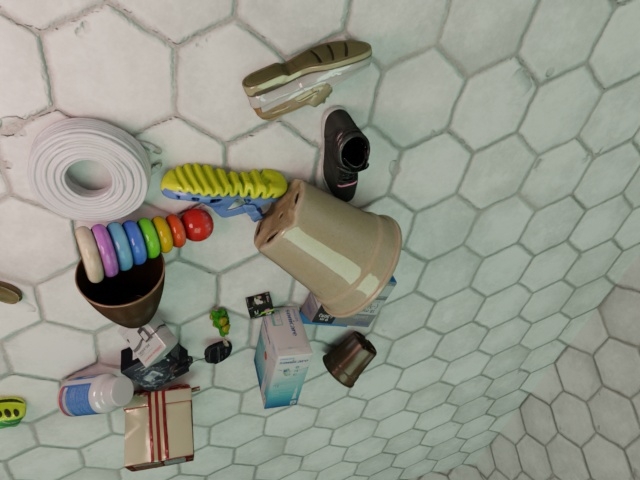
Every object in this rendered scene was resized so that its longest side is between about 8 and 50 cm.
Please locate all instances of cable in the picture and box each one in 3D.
[{"bbox_3d":[-0.527,-0.153,1.046,0.257,0.089,0.257,29,115,-37],"label":"cable"}]

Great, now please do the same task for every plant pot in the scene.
[{"bbox_3d":[0.000,0.000,1.252,0.305,0.334,0.334,33,112,-27],"label":"plant pot"},{"bbox_3d":[0.123,0.458,1.778,0.167,0.167,0.165,32,105,-38],"label":"plant pot"},{"bbox_3d":[-0.525,0.144,1.242,0.215,0.215,0.230,-7,144,-16],"label":"plant pot"}]

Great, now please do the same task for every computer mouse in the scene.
[{"bbox_3d":[-0.405,0.398,1.541,0.242,0.041,0.071,-12,110,-45],"label":"computer mouse"}]

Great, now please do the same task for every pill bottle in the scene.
[{"bbox_3d":[-0.719,0.494,1.455,0.221,0.124,0.124,-12,137,22],"label":"pill bottle"}]

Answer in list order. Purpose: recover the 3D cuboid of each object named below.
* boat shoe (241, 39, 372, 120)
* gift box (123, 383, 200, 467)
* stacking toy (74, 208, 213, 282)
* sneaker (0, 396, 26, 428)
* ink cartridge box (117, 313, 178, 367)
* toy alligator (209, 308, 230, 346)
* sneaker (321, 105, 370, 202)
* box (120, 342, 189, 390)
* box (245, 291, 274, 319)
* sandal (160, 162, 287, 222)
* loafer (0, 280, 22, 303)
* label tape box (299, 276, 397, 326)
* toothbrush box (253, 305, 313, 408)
[{"bbox_3d":[-0.023,-0.370,1.049,0.302,0.113,0.103,-16,135,6],"label":"boat shoe"},{"bbox_3d":[-0.551,0.642,1.591,0.255,0.258,0.276,-1,149,-21],"label":"gift box"},{"bbox_3d":[-0.430,-0.003,1.156,0.330,0.141,0.141,-17,135,-29],"label":"stacking toy"},{"bbox_3d":[-1.105,0.571,1.429,0.295,0.109,0.124,8,122,-27],"label":"sneaker"},{"bbox_3d":[-0.527,0.293,1.385,0.109,0.150,0.063,-44,172,17],"label":"ink cartridge box"},{"bbox_3d":[-0.325,0.284,1.526,0.051,0.056,0.190,-48,145,-35],"label":"toy alligator"},{"bbox_3d":[0.068,-0.191,1.204,0.104,0.147,0.296,-17,134,-9],"label":"sneaker"},{"bbox_3d":[-0.549,0.402,1.510,0.155,0.093,0.158,-28,134,4],"label":"box"},{"bbox_3d":[-0.202,0.217,1.513,0.083,0.052,0.062,-14,133,-8],"label":"box"},{"bbox_3d":[-0.248,-0.112,1.171,0.317,0.126,0.138,4,131,-22],"label":"sandal"},{"bbox_3d":[-0.861,0.132,1.188,0.056,0.050,0.148,-37,132,12],"label":"loafer"},{"bbox_3d":[0.081,0.223,1.590,0.240,0.106,0.334,10,124,-27],"label":"label tape box"},{"bbox_3d":[-0.139,0.410,1.590,0.126,0.216,0.296,0,129,-22],"label":"toothbrush box"}]
